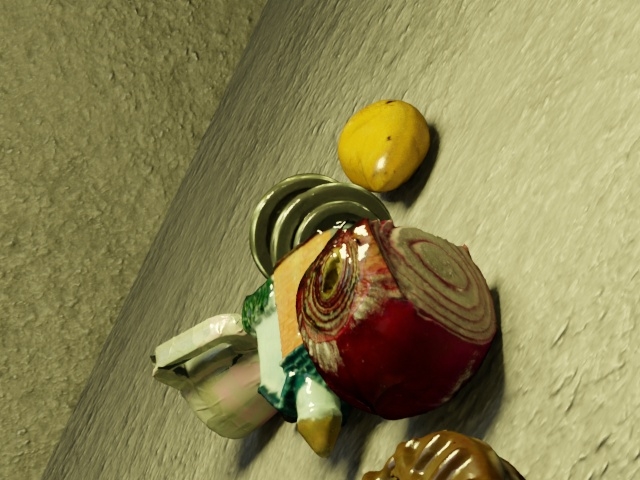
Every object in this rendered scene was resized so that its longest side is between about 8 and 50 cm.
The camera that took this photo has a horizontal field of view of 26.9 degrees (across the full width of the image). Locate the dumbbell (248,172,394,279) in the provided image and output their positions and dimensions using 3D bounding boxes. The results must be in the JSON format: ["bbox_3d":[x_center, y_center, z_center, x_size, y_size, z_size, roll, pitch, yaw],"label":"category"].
[{"bbox_3d":[0.000,0.000,1.990,0.192,0.192,0.290,-60,19,-1],"label":"dumbbell"}]

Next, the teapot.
[{"bbox_3d":[-0.129,0.178,2.043,0.178,0.221,0.163,-38,22,25],"label":"teapot"}]

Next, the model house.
[{"bbox_3d":[0.017,0.161,1.761,0.253,0.184,0.291,-37,41,41],"label":"model house"}]

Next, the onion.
[{"bbox_3d":[0.081,0.110,1.538,0.207,0.216,0.206,-45,46,34],"label":"onion"}]

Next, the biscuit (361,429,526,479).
[{"bbox_3d":[0.101,0.328,1.242,0.268,0.115,0.366,-45,23,42],"label":"biscuit"}]

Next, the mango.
[{"bbox_3d":[0.105,-0.141,2.100,0.157,0.109,0.262,-46,23,11],"label":"mango"}]

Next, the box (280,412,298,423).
[{"bbox_3d":[-0.042,0.189,1.955,0.027,0.125,0.126,2,51,22],"label":"box"}]
